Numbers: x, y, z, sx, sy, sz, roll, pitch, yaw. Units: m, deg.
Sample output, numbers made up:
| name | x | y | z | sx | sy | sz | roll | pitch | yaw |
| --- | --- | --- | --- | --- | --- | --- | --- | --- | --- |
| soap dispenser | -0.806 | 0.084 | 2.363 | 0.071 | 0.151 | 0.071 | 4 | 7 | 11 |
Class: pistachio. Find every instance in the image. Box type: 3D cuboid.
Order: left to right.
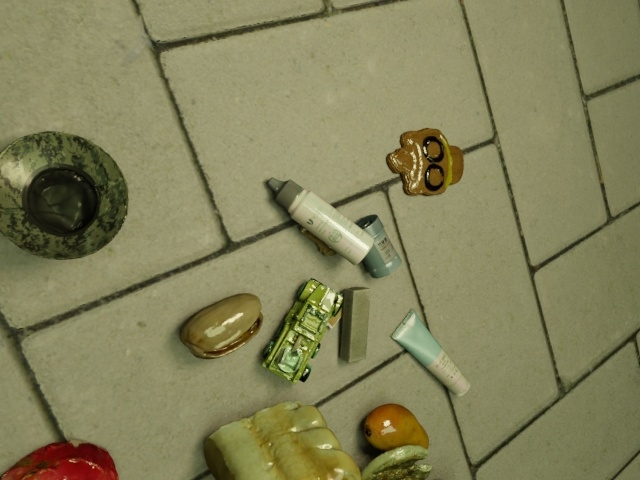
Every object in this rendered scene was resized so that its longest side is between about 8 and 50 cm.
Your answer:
| name | x | y | z | sx | sy | sz | roll | pitch | yaw |
| --- | --- | --- | --- | --- | --- | --- | --- | --- | --- |
| pistachio | -0.231 | 0.202 | 1.162 | 0.206 | 0.131 | 0.129 | -27 | 149 | -30 |

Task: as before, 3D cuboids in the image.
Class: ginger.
| name | x | y | z | sx | sy | sz | roll | pitch | yaw |
| --- | --- | --- | --- | --- | --- | --- | --- | --- | --- |
| ginger | 0.003 | -0.004 | 1.318 | 0.057 | 0.044 | 0.137 | -44 | 111 | 9 |

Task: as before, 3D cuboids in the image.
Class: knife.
| name | x | y | z | sx | sy | sz | roll | pitch | yaw |
| --- | --- | --- | --- | --- | --- | --- | --- | --- | --- |
| knife | 0.021 | 0.224 | 1.345 | 0.256 | 0.022 | 0.046 | -50 | 117 | -22 |

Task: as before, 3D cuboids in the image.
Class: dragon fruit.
| name | x | y | z | sx | sy | sz | roll | pitch | yaw |
| --- | --- | --- | --- | --- | --- | --- | --- | --- | --- |
| dragon fruit | -0.526 | 0.511 | 1.004 | 0.262 | 0.163 | 0.189 | 25 | 52 | -26 |

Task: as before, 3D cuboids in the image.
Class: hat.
| name | x | y | z | sx | sy | sz | roll | pitch | yaw |
| --- | --- | --- | --- | --- | --- | --- | --- | --- | --- |
| hat | -0.523 | -0.078 | 0.986 | 0.266 | 0.128 | 0.265 | 5 | 76 | -22 |

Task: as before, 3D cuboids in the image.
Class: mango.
| name | x | y | z | sx | sy | sz | roll | pitch | yaw |
| --- | --- | --- | --- | --- | --- | --- | --- | --- | --- |
| mango | 0.231 | 0.556 | 1.416 | 0.253 | 0.113 | 0.138 | 32 | 63 | -30 |

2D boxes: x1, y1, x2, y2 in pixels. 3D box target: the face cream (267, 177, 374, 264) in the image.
| name | x | y | z | sx | sy | sz | roll | pitch | yaw |
| --- | --- | --- | --- | --- | --- | --- | --- | --- | --- |
| face cream | -0.007 | -0.062 | 1.255 | 0.311 | 0.092 | 0.092 | 38 | 74 | -5 |

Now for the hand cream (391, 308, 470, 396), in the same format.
| name | x | y | z | sx | sy | sz | roll | pitch | yaw |
| --- | --- | --- | --- | --- | --- | --- | --- | --- | --- |
| hand cream | 0.343 | 0.360 | 1.510 | 0.111 | 0.070 | 0.312 | -46 | 103 | -18 |

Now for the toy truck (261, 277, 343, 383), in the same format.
| name | x | y | z | sx | sy | sz | roll | pitch | yaw |
| --- | --- | --- | --- | --- | --- | --- | --- | --- | --- |
| toy truck | -0.033 | 0.227 | 1.236 | 0.128 | 0.135 | 0.259 | 31 | 71 | -4 |

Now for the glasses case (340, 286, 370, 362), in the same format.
| name | x | y | z | sx | sy | sz | roll | pitch | yaw |
| --- | --- | --- | --- | --- | --- | --- | --- | --- | --- |
| glasses case | 0.095 | 0.234 | 1.361 | 0.071 | 0.047 | 0.204 | -2 | 97 | -40 |

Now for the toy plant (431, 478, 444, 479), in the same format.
| name | x | y | z | sx | sy | sz | roll | pitch | yaw |
| --- | --- | --- | --- | --- | --- | --- | --- | --- | --- |
| toy plant | 0.390 | 0.862 | 1.455 | 0.247 | 0.247 | 0.332 | -27 | 100 | -25 |

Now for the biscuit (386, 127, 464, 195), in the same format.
| name | x | y | z | sx | sy | sz | roll | pitch | yaw |
| --- | --- | --- | --- | --- | --- | --- | --- | --- | --- |
| biscuit | 0.329 | -0.241 | 1.486 | 0.290 | 0.041 | 0.208 | -4 | 92 | -28 |

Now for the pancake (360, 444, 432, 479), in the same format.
| name | x | y | z | sx | sy | sz | roll | pitch | yaw |
| --- | --- | --- | --- | --- | --- | --- | --- | --- | --- |
| pancake | 0.206 | 0.677 | 1.389 | 0.254 | 0.037 | 0.253 | -11 | 126 | -16 |

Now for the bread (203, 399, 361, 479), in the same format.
| name | x | y | z | sx | sy | sz | roll | pitch | yaw |
| --- | --- | --- | --- | --- | --- | --- | --- | --- | --- |
| bread | -0.075 | 0.567 | 1.138 | 0.301 | 0.341 | 0.210 | -19 | 123 | -29 |

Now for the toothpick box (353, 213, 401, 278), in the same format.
| name | x | y | z | sx | sy | sz | roll | pitch | yaw |
| --- | --- | --- | --- | --- | --- | --- | --- | --- | --- |
| toothpick box | 0.150 | 0.016 | 1.364 | 0.101 | 0.101 | 0.153 | -38 | 110 | -22 |
